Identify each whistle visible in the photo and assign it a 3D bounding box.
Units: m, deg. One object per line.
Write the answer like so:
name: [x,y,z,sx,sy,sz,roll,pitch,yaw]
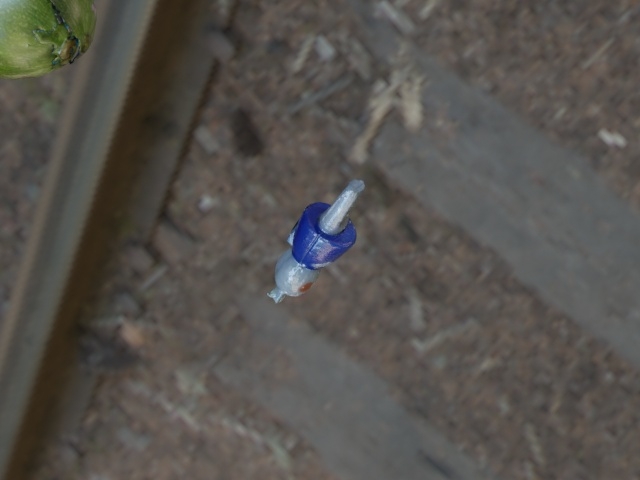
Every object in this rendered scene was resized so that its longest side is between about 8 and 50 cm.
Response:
whistle: [0.000,0.000,0.934,0.029,0.033,0.083,41,130,6]

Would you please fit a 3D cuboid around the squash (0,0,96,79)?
squash: [-0.152,-0.105,0.642,0.183,0.052,0.052,29,136,12]
